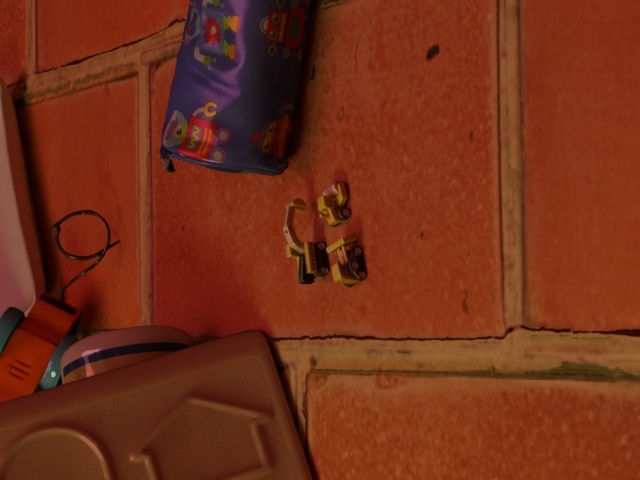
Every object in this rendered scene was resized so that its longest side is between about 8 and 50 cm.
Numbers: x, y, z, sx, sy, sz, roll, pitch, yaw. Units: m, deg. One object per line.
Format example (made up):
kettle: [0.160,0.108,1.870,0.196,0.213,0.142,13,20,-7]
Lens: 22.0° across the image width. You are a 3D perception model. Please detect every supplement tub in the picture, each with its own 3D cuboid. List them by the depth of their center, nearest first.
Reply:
supplement tub: [-0.185,0.201,1.692,0.144,0.144,0.200,-36,59,52]

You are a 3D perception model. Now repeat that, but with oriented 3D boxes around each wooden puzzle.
wooden puzzle: [-0.161,0.273,1.532,0.080,0.322,0.348,85,167,-55]

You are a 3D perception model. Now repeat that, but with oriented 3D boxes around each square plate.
square plate: [-0.453,0.001,2.225,0.347,0.049,0.344,-43,53,50]

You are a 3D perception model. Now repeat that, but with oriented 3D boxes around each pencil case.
pencil case: [-0.073,-0.211,1.539,0.133,0.119,0.306,19,105,40]

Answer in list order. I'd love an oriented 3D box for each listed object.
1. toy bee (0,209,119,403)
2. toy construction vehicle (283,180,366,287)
toy bee: [-0.322,0.132,1.938,0.195,0.298,0.162,47,169,5]
toy construction vehicle: [0.000,0.000,1.497,0.086,0.035,0.098,-28,65,55]
